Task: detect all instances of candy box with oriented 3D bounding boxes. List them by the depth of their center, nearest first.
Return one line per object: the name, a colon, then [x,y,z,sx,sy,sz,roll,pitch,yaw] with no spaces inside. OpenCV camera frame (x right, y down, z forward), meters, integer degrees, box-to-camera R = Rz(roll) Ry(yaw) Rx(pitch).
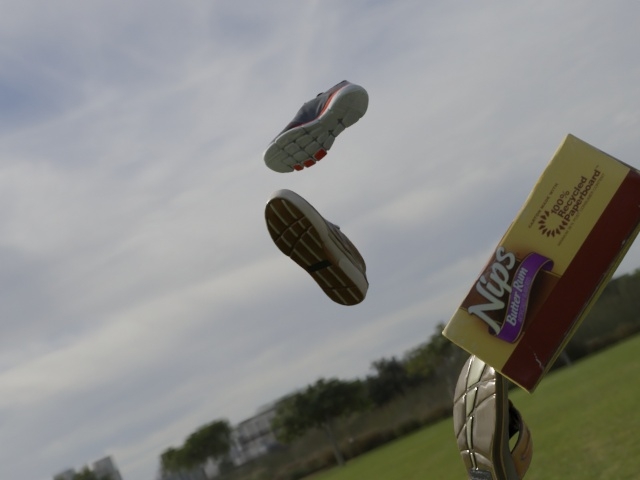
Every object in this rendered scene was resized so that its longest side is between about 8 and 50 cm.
candy box: [0.126,0.012,0.530,0.109,0.053,0.186,-59,-13,8]

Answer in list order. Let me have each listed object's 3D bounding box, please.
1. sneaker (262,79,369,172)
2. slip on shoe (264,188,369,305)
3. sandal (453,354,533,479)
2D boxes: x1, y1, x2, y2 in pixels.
sneaker: [-0.009,-0.147,1.295,0.158,0.061,0.065,-36,34,2]
slip on shoe: [0.000,0.000,0.880,0.051,0.135,0.041,-18,37,36]
sandal: [0.150,0.176,0.837,0.049,0.180,0.072,-8,-1,-23]
